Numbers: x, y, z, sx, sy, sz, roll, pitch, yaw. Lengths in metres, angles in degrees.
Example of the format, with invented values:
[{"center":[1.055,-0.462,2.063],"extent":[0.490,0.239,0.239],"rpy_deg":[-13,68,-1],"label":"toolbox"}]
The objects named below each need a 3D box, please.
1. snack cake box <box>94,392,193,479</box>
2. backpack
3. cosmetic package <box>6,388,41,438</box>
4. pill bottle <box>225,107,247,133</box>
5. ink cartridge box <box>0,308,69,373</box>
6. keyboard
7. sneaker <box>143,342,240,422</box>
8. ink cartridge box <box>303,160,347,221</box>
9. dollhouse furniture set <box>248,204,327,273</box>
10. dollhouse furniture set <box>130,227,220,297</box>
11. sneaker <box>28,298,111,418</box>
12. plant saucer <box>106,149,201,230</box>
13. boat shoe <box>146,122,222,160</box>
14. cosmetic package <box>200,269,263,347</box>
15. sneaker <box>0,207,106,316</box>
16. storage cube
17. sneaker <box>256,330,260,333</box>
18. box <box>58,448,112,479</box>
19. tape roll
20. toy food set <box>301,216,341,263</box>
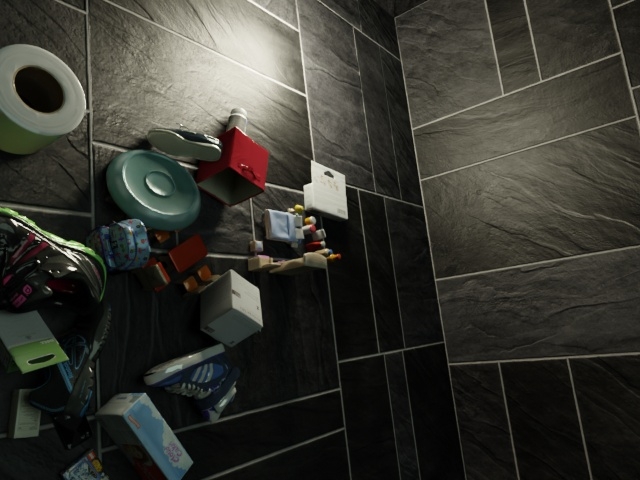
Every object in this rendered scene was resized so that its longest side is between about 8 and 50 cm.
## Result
[{"center":[-0.494,0.558,1.415],"extent":[0.089,0.152,0.264],"rpy_deg":[-47,116,-49],"label":"snack cake box"},{"center":[-0.582,0.017,1.466],"extent":[0.117,0.174,0.158],"rpy_deg":[-7,85,-54],"label":"backpack"},{"center":[-0.729,0.426,1.243],"extent":[0.060,0.041,0.114],"rpy_deg":[21,63,-50],"label":"cosmetic package"},{"center":[-0.338,-0.461,2.031],"extent":[0.078,0.078,0.137],"rpy_deg":[30,56,-44],"label":"pill bottle"},{"center":[-0.710,0.250,1.209],"extent":[0.209,0.062,0.109],"rpy_deg":[40,26,26],"label":"ink cartridge box"},{"center":[-0.665,0.448,1.340],"extent":[0.100,0.038,0.191],"rpy_deg":[-23,98,-31],"label":"keyboard"},{"center":[-0.391,0.478,1.596],"extent":[0.323,0.130,0.236],"rpy_deg":[-11,83,-59],"label":"sneaker"},{"center":[0.026,-0.234,2.452],"extent":[0.275,0.060,0.238],"rpy_deg":[16,65,-49],"label":"ink cartridge box"},{"center":[-0.133,-0.027,2.055],"extent":[0.287,0.198,0.302],"rpy_deg":[12,69,-51],"label":"dollhouse furniture set"},{"center":[-0.465,0.065,1.634],"extent":[0.259,0.135,0.261],"rpy_deg":[-43,113,-50],"label":"dollhouse furniture set"},{"center":[-0.642,0.285,1.314],"extent":[0.140,0.125,0.340],"rpy_deg":[16,41,-20],"label":"sneaker"},{"center":[-0.524,-0.175,1.628],"extent":[0.318,0.044,0.317],"rpy_deg":[26,44,-28],"label":"plant saucer"},{"center":[-0.468,-0.348,1.753],"extent":[0.255,0.095,0.079],"rpy_deg":[9,45,-10],"label":"boat shoe"},{"center":[-0.307,0.233,1.724],"extent":[0.151,0.152,0.183],"rpy_deg":[42,22,-38],"label":"cosmetic package"},{"center":[-0.731,0.060,1.207],"extent":[0.483,0.185,0.202],"rpy_deg":[26,27,-45],"label":"sneaker"},{"center":[-0.325,-0.272,1.878],"extent":[0.184,0.215,0.193],"rpy_deg":[34,47,-42],"label":"storage cube"},{"center":[-0.268,0.315,1.902],"extent":[0.043,0.040,0.109],"rpy_deg":[-47,113,-31],"label":"sneaker"},{"center":[-0.615,0.639,1.333],"extent":[0.094,0.027,0.136],"rpy_deg":[-38,109,-50],"label":"box"},{"center":[-0.783,-0.369,1.335],"extent":[0.246,0.169,0.245],"rpy_deg":[22,61,-47],"label":"tape roll"},{"center":[0.000,0.000,2.299],"extent":[0.111,0.105,0.232],"rpy_deg":[-25,98,-53],"label":"toy food set"}]
